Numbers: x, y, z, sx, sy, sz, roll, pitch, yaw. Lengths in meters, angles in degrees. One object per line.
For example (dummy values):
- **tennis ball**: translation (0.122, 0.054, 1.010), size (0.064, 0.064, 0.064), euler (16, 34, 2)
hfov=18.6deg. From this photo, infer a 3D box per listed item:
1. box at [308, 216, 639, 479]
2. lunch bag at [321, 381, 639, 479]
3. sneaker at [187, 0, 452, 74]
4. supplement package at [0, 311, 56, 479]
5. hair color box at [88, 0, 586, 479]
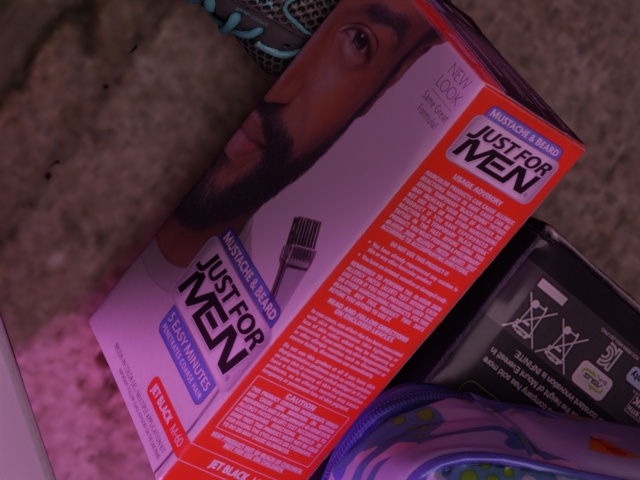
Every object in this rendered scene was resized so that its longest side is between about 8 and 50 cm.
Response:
- **box**: translation (0.110, 0.223, 0.753), size (0.395, 0.097, 0.318), euler (38, 87, -20)
- **lunch bag**: translation (0.090, 0.149, 0.634), size (0.219, 0.090, 0.176), euler (11, 97, -18)
- **sneaker**: translation (-0.024, -0.093, 0.662), size (0.166, 0.065, 0.076), euler (0, 106, -15)
- **supplement package**: translation (-0.211, -0.021, 0.548), size (0.199, 0.198, 0.262), euler (-20, 107, -12)
- **hair color box**: translation (0.000, 0.000, 0.647), size (0.053, 0.093, 0.167), euler (29, 107, -36)
